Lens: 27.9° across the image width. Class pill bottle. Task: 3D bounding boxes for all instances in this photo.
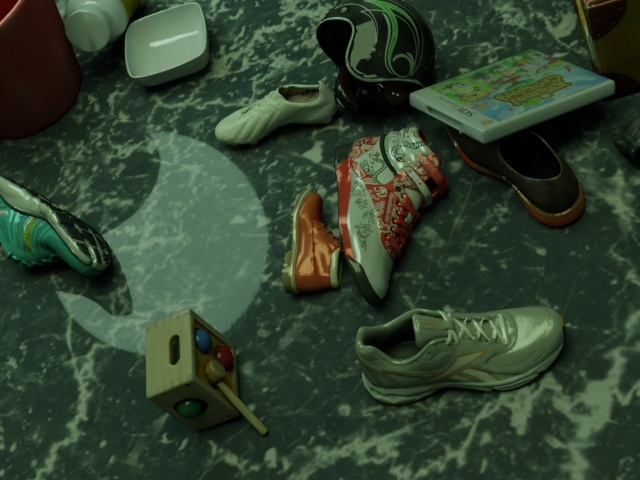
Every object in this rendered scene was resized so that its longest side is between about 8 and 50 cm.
[{"bbox_3d":[-0.364,-0.390,2.144,0.103,0.103,0.184,-10,34,15],"label":"pill bottle"}]

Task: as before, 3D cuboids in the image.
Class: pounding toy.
[{"bbox_3d":[-0.147,0.180,1.657,0.100,0.130,0.141,-24,49,20],"label":"pounding toy"}]

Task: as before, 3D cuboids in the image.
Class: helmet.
[{"bbox_3d":[0.081,-0.278,1.871,0.169,0.169,0.161,-11,70,14],"label":"helmet"}]

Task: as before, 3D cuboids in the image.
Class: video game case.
[{"bbox_3d":[0.259,-0.201,1.759,0.212,0.023,0.193,-21,29,-19],"label":"video game case"}]

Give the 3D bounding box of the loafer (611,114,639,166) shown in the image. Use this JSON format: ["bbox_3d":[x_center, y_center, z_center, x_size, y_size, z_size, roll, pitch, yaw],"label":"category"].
[{"bbox_3d":[0.463,-0.172,1.708,0.170,0.062,0.061,-35,45,-7],"label":"loafer"}]

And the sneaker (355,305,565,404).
[{"bbox_3d":[0.166,0.125,1.564,0.262,0.121,0.099,-16,52,10],"label":"sneaker"}]

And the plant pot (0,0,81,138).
[{"bbox_3d":[-0.530,-0.314,2.094,0.275,0.243,0.275,-11,52,14],"label":"plant pot"}]

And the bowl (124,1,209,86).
[{"bbox_3d":[-0.244,-0.312,2.102,0.142,0.053,0.142,-17,50,10],"label":"bowl"}]

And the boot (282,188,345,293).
[{"bbox_3d":[0.000,0.000,1.772,0.084,0.059,0.158,-3,63,16],"label":"boot"}]

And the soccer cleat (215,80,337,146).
[{"bbox_3d":[-0.072,-0.196,1.929,0.196,0.076,0.068,-13,51,13],"label":"soccer cleat"}]

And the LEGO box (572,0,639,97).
[{"bbox_3d":[0.581,-0.451,1.779,0.500,0.193,0.372,-14,51,12],"label":"LEGO box"}]

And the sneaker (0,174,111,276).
[{"bbox_3d":[-0.414,-0.001,1.928,0.275,0.107,0.110,27,88,40],"label":"sneaker"}]

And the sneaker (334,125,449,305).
[{"bbox_3d":[0.103,-0.045,1.737,0.145,0.090,0.270,-17,48,13],"label":"sneaker"}]

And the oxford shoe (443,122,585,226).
[{"bbox_3d":[0.255,-0.133,1.735,0.097,0.098,0.271,-39,50,-8],"label":"oxford shoe"}]
